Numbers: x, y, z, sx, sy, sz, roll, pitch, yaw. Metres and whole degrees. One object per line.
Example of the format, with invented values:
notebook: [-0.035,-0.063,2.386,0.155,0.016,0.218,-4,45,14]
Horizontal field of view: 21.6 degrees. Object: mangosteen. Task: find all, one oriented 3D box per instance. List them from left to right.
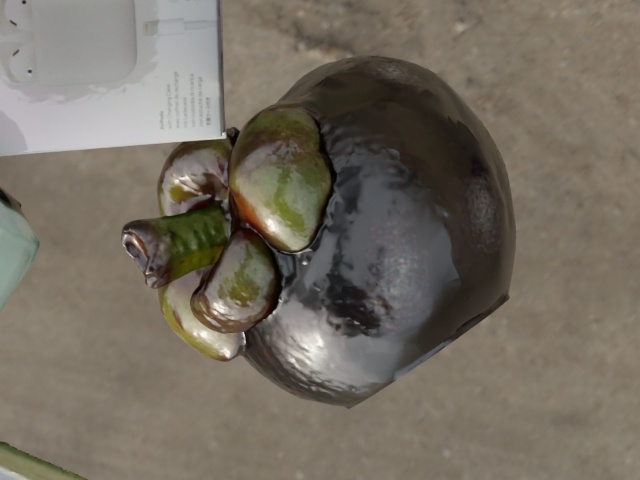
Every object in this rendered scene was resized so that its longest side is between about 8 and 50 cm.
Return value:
mangosteen: [0.004,0.003,1.224,0.287,0.287,0.233,-27,93,38]

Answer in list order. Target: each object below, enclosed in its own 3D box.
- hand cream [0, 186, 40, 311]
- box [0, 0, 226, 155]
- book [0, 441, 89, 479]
hand cream: [-0.241,0.107,0.800,0.109,0.067,0.320,33,90,28]
box: [-0.114,-0.112,0.827,0.129,0.051,0.130,-5,118,-10]
book: [-0.083,0.247,0.936,0.322,0.018,0.228,28,125,-15]
